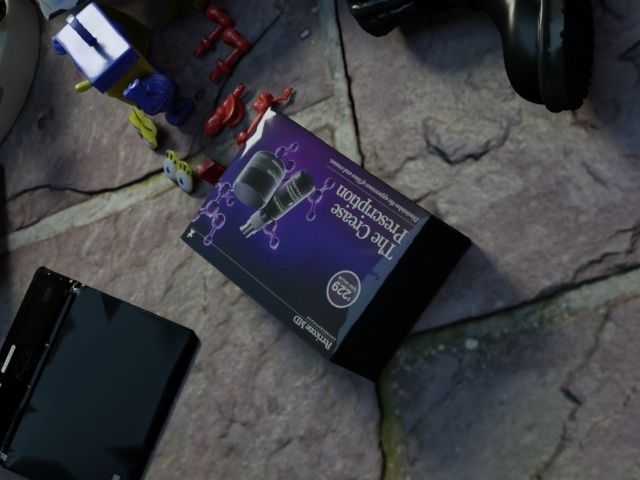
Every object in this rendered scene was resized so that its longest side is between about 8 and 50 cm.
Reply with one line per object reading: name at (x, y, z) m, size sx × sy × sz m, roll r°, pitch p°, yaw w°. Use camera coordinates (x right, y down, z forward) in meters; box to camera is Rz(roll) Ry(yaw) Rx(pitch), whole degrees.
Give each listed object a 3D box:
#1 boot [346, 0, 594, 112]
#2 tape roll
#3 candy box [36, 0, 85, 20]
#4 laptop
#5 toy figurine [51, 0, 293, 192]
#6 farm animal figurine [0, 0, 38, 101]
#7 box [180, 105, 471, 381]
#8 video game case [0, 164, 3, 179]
boot at (0.148, -0.260, 1.351) m, size 0.260 × 0.131 × 0.348 m, roll -12°, pitch 55°, yaw 21°
tape roll at (-0.577, -0.245, 1.852) m, size 0.392 × 0.072 × 0.392 m, roll -12°, pitch 66°, yaw 28°
candy box at (-0.253, -0.358, 1.581) m, size 0.196 × 0.070 × 0.165 m, roll -26°, pitch 15°, yaw 13°
laptop at (-0.297, 0.175, 1.545) m, size 0.264 × 0.136 × 0.234 m, roll 11°, pitch 76°, yaw 61°
toy figurine at (-0.230, -0.246, 1.539) m, size 0.191 × 0.217 × 0.362 m, roll -45°, pitch 55°, yaw 10°
farm animal figurine at (-0.516, -0.307, 1.681) m, size 0.326 × 0.172 × 0.330 m, roll 37°, pitch 94°, yaw -5°
box at (0.000, 0.000, 1.370) m, size 0.261 × 0.103 × 0.184 m, roll 36°, pitch 95°, yaw 37°
video game case at (-0.553, 0.015, 1.724) m, size 0.274 × 0.026 × 0.196 m, roll -26°, pitch 39°, yaw 23°
